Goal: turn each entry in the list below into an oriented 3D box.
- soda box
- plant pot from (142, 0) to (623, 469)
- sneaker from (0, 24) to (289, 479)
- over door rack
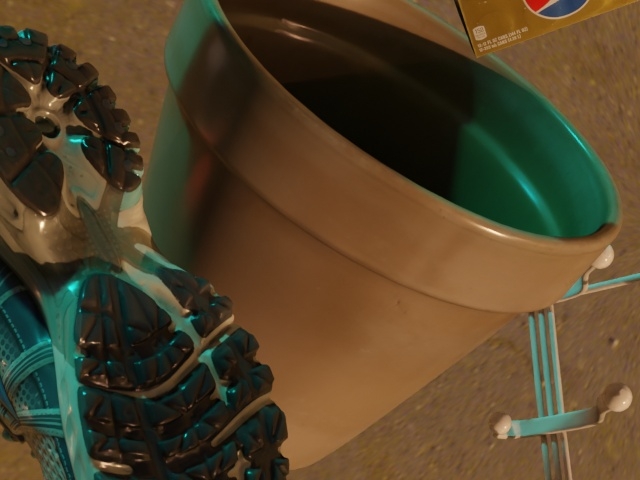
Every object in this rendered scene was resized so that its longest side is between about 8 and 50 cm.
[{"bbox_3d":[0.165,-0.176,0.832,0.181,0.058,0.061,-19,124,7],"label":"soda box"},{"bbox_3d":[0.000,0.000,0.973,0.323,0.323,0.280,38,117,11],"label":"plant pot"},{"bbox_3d":[-0.112,0.048,0.645,0.122,0.110,0.283,-37,70,41],"label":"sneaker"},{"bbox_3d":[0.275,0.116,1.032,0.324,0.108,0.239,-11,72,24],"label":"over door rack"}]
